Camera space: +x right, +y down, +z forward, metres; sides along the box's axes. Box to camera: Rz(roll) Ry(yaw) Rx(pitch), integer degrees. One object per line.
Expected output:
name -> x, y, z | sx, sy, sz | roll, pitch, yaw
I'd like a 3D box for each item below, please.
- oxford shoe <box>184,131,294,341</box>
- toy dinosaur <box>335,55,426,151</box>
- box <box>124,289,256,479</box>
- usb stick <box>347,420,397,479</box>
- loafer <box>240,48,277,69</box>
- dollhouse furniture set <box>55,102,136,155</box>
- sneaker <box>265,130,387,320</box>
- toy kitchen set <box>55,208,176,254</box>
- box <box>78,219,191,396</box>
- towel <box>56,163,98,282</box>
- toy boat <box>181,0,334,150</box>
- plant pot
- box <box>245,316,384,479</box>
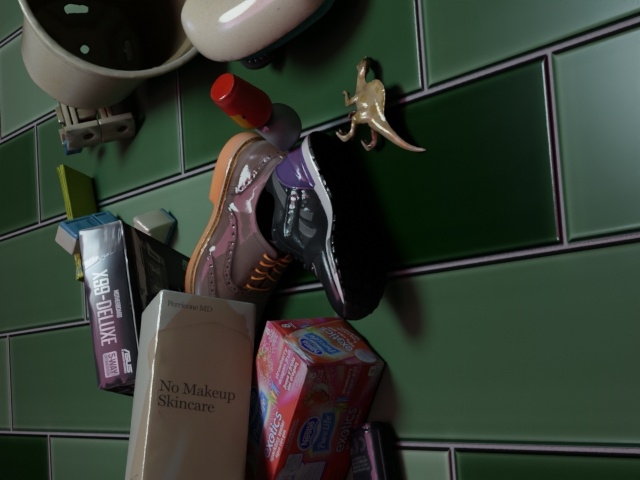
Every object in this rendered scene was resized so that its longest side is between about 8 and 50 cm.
oxford shoe -> -0.106, 0.029, 1.840 | 0.133, 0.130, 0.363 | 22, 109, 48
toy dinosaur -> 0.066, -0.163, 1.645 | 0.092, 0.053, 0.183 | -54, 48, 39
box -> -0.178, 0.237, 1.700 | 0.121, 0.148, 0.311 | 135, 140, -62
usb stick -> 0.081, 0.377, 1.630 | 0.077, 0.045, 0.278 | -32, 64, 59
loafer -> -0.110, -0.356, 1.903 | 0.078, 0.080, 0.220 | 90, 169, -75
dollhouse furniture set -> -0.419, -0.217, 2.332 | 0.183, 0.129, 0.129 | 100, 153, -60
sneaker -> 0.000, 0.000, 1.681 | 0.124, 0.107, 0.283 | -36, 50, 31
toy kitchen set -> -0.348, -0.023, 2.239 | 0.207, 0.122, 0.166 | 37, 122, 26
box -> -0.263, 0.123, 1.938 | 0.076, 0.307, 0.242 | -13, 74, 12
towel -> -0.449, -0.025, 2.377 | 0.021, 0.102, 0.237 | -22, 68, 18
toy boat -> -0.079, -0.281, 1.745 | 0.267, 0.148, 0.318 | -18, 55, 35
plant pot -> -0.367, -0.374, 2.095 | 0.305, 0.334, 0.334 | 145, 119, -64
box -> -0.026, 0.242, 1.715 | 0.122, 0.128, 0.257 | 45, 126, 46
